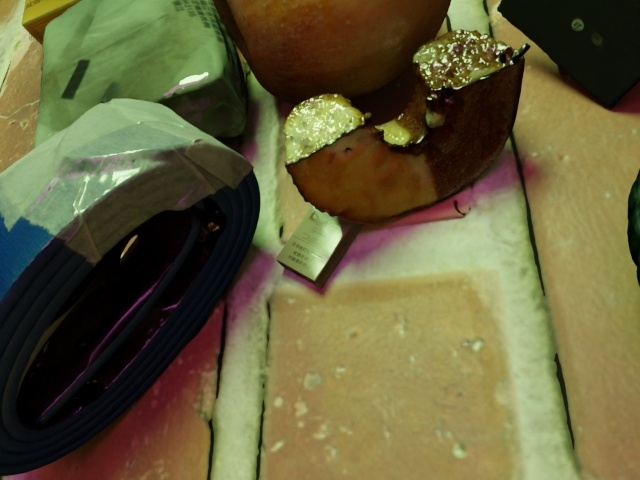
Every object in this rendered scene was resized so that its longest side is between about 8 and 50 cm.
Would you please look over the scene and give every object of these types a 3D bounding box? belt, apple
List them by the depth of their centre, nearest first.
[{"bbox_3d":[-0.210,0.037,0.503,0.117,0.212,0.346,35,85,33],"label":"belt"},{"bbox_3d":[0.010,-0.262,0.561,0.254,0.253,0.253,-9,61,17],"label":"apple"}]

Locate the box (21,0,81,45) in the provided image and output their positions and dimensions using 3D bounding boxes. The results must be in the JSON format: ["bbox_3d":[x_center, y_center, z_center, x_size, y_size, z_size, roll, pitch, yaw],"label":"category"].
[{"bbox_3d":[-0.383,-0.450,0.903,0.175,0.076,0.273,-17,59,11],"label":"box"}]

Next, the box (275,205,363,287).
[{"bbox_3d":[0.000,0.000,0.550,0.053,0.024,0.083,28,75,30],"label":"box"}]

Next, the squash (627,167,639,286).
[{"bbox_3d":[0.311,-0.008,0.344,0.219,0.172,0.217,-1,73,2],"label":"squash"}]

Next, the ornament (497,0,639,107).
[{"bbox_3d":[0.305,-0.256,0.508,0.196,0.166,0.153,-36,77,-22],"label":"ornament"}]

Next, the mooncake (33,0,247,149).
[{"bbox_3d":[-0.214,-0.199,0.670,0.250,0.136,0.254,-18,64,14],"label":"mooncake"}]

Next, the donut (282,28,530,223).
[{"bbox_3d":[0.072,-0.099,0.510,0.217,0.141,0.085,-22,48,0],"label":"donut"}]
